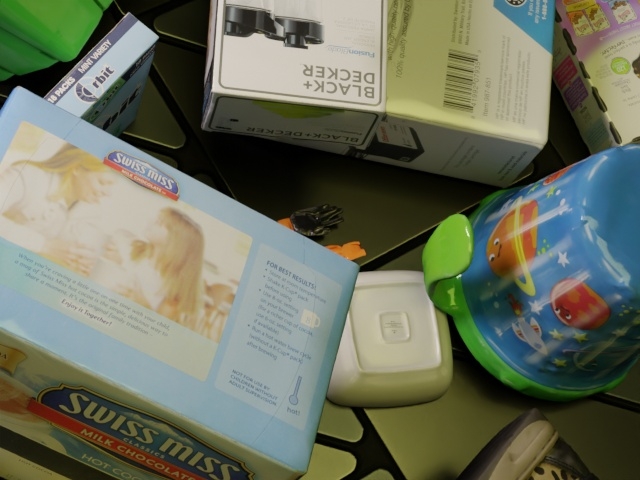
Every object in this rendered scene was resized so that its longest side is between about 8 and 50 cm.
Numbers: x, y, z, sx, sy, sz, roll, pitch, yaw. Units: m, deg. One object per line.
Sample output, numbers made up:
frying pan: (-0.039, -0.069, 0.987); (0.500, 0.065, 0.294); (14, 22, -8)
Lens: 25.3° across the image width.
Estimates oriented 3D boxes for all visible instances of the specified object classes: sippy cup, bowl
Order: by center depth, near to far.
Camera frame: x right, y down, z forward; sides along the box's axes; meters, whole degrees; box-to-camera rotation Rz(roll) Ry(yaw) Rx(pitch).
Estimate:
sippy cup: (0.274, 0.020, 1.406); (0.305, 0.224, 0.240); (-34, 85, -30)
bowl: (0.068, 0.094, 1.436); (0.142, 0.053, 0.142); (-2, 72, -16)

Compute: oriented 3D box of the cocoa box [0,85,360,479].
cocoa box: (-0.180, 0.080, 1.228); (0.347, 0.228, 0.231); (28, 50, -14)

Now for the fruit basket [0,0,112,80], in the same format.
fruit basket: (-0.322, -0.384, 1.348); (0.392, 0.283, 0.392); (3, 86, -39)

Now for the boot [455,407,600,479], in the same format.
boot: (0.182, 0.366, 1.234); (0.284, 0.138, 0.377); (39, 60, 2)

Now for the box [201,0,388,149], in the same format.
box: (-0.020, -0.243, 1.377); (0.169, 0.087, 0.290); (7, 70, -10)

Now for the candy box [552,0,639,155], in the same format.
candy box: (0.349, -0.199, 1.602); (0.165, 0.070, 0.196); (-18, 75, -20)

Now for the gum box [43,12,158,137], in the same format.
gum box: (-0.229, -0.115, 1.364); (0.041, 0.184, 0.157); (39, 66, 2)

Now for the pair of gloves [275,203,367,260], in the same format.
pair of gloves: (0.000, 0.000, 1.466); (0.074, 0.010, 0.083); (-19, 60, -17)

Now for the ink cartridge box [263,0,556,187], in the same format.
ink cartridge box: (0.080, -0.203, 1.504); (0.307, 0.129, 0.223); (11, 68, -9)
